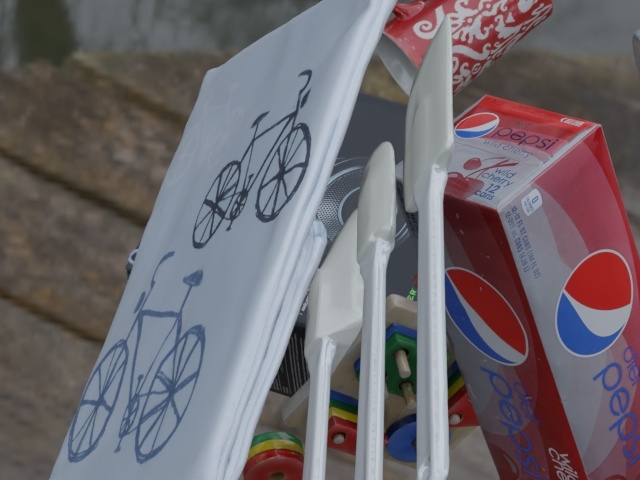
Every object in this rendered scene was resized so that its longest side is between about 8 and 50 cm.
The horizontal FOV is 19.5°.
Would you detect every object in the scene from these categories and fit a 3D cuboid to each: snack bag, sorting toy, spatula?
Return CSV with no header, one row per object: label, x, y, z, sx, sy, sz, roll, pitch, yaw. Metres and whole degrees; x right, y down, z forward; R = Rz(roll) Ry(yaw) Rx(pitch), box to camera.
snack bag,-0.063,0.011,1.140,0.037,0.323,0.342,24,74,-18
sorting toy,0.070,0.106,1.270,0.132,0.274,0.046,22,36,-30
spatula,0.023,0.042,0.767,0.019,0.168,0.242,18,44,-15

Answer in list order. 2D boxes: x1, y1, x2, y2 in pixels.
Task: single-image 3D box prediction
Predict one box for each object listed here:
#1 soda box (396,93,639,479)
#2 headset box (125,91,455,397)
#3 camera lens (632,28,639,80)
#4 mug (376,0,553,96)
soda box,0.131,0.054,1.039,0.083,0.263,0.092,-39,36,-25
headset box,0.000,0.000,1.585,0.283,0.131,0.246,18,58,16
camera lens,0.393,-0.107,1.382,0.274,0.219,0.219,-19,42,6
mug,0.149,-0.237,1.964,0.169,0.150,0.113,-36,53,-8
